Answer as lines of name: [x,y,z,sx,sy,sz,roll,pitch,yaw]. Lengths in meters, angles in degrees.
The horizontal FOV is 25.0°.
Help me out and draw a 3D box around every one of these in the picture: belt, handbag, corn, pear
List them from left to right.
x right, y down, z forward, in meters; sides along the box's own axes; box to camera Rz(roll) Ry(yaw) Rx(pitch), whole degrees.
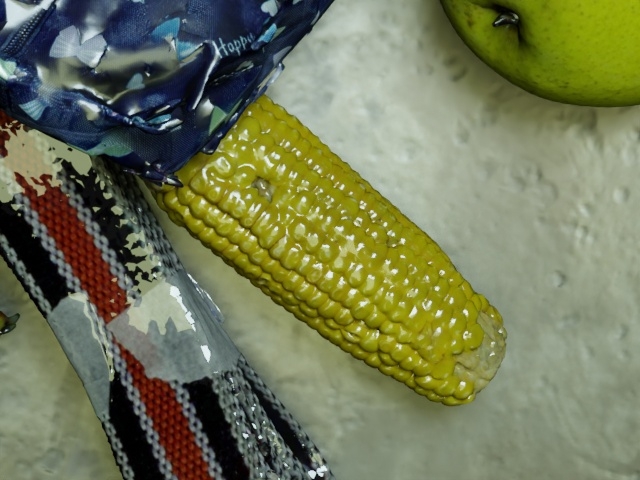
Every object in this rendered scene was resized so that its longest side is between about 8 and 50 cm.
belt: [-0.109,0.051,0.847,0.094,0.126,0.360,-30,91,11]
handbag: [-0.078,-0.150,0.785,0.162,0.113,0.260,31,62,4]
corn: [0.000,0.000,0.850,0.261,0.097,0.097,38,94,-7]
pear: [0.153,-0.169,0.797,0.198,0.198,0.198,0,97,-2]

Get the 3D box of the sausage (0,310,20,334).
sausage: [-0.338,0.002,0.830,0.317,0.117,0.125,37,88,-4]
